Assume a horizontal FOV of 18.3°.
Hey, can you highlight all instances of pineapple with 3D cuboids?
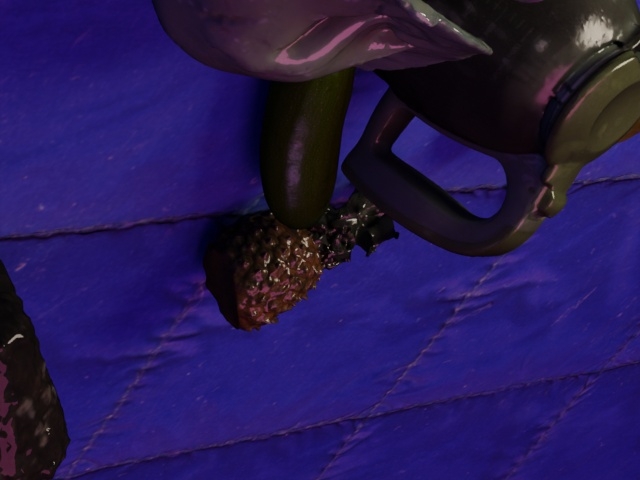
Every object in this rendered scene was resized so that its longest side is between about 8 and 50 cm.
[{"bbox_3d":[0.000,0.000,2.103,0.251,0.125,0.125,-28,154,-20],"label":"pineapple"}]

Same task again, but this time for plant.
[{"bbox_3d":[-0.367,0.091,1.767,0.215,0.213,0.312,-28,118,-10],"label":"plant"}]

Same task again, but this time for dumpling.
[{"bbox_3d":[-0.007,-0.234,1.605,0.270,0.212,0.320,-6,-175,37],"label":"dumpling"}]

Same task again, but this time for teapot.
[{"bbox_3d":[0.165,-0.152,1.834,0.321,0.239,0.239,-42,154,-2],"label":"teapot"}]

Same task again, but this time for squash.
[{"bbox_3d":[-0.016,-0.113,1.921,0.082,0.082,0.292,-21,149,-21],"label":"squash"}]

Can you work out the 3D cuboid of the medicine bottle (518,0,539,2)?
[{"bbox_3d":[0.310,-0.357,1.702,0.388,0.219,0.219,-24,153,-16],"label":"medicine bottle"}]

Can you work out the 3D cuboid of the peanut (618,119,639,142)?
[{"bbox_3d":[0.281,-0.148,2.154,0.236,0.110,0.120,-24,166,-12],"label":"peanut"}]
